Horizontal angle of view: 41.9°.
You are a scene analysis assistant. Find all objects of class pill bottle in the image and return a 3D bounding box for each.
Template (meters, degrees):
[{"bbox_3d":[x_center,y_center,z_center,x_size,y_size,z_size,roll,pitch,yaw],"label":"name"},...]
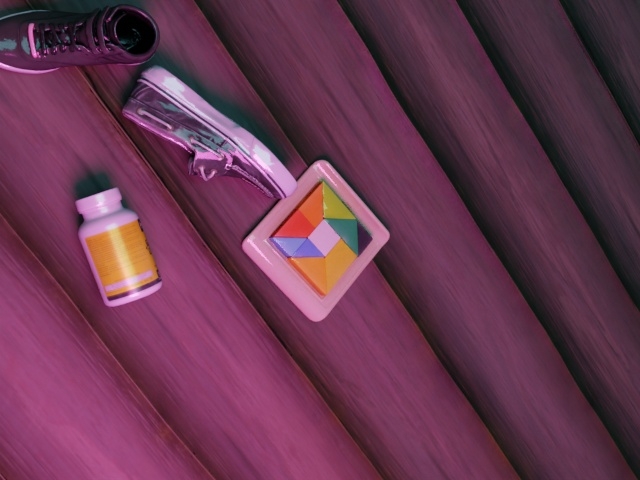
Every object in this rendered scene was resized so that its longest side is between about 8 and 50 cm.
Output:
[{"bbox_3d":[-0.340,0.009,1.388,0.103,0.103,0.184,-22,99,-25],"label":"pill bottle"}]

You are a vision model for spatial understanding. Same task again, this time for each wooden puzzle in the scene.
[{"bbox_3d":[0.000,0.000,1.590,0.221,0.044,0.238,48,70,-18],"label":"wooden puzzle"}]

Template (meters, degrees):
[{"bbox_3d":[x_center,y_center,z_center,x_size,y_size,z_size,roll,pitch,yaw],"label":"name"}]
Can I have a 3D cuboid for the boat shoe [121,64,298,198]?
[{"bbox_3d":[-0.197,-0.162,1.470,0.335,0.121,0.119,36,81,-10],"label":"boat shoe"}]

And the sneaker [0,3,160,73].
[{"bbox_3d":[-0.395,-0.332,1.345,0.296,0.147,0.104,-6,94,-25],"label":"sneaker"}]
